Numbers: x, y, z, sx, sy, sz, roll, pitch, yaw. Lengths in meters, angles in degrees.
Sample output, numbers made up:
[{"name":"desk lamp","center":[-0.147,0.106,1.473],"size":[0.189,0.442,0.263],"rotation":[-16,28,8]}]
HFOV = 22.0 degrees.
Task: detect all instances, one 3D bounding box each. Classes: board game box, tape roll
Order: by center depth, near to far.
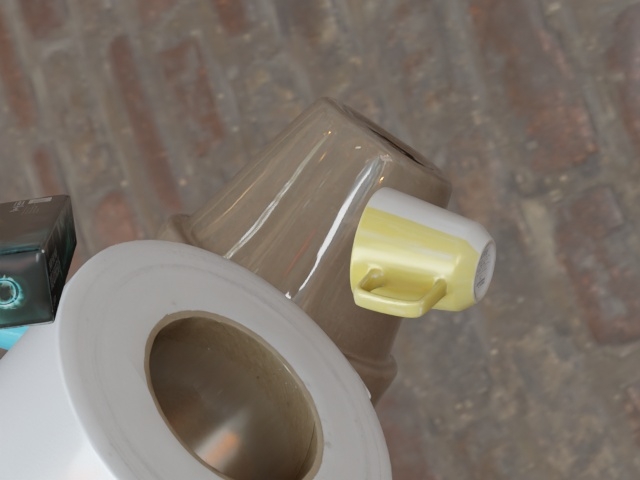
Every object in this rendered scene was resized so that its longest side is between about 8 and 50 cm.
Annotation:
[{"name":"board game box","center":[-0.156,0.011,0.599],"size":[0.186,0.126,0.026],"rotation":[-129,32,-81]},{"name":"tape roll","center":[-0.099,0.144,1.023],"size":[0.169,0.246,0.246],"rotation":[-46,70,33]}]

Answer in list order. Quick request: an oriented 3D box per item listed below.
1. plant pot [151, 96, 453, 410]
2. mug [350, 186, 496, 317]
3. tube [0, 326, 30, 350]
[{"name":"plant pot","center":[0.000,0.000,1.516],"size":[0.263,0.263,0.229],"rotation":[39,99,31]},{"name":"mug","center":[0.054,0.015,0.860],"size":[0.064,0.078,0.062],"rotation":[14,156,21]},{"name":"tube","center":[-0.239,0.055,1.249],"size":[0.207,0.080,0.052],"rotation":[13,115,36]}]
